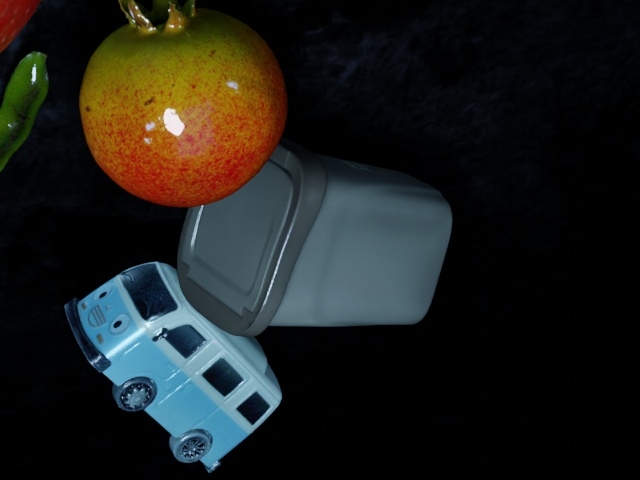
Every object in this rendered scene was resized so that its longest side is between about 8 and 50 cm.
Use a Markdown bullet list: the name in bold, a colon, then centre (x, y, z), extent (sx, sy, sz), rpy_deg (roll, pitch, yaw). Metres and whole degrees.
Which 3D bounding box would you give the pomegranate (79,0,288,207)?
- **pomegranate**: centre (-0.153, -0.159, 1.649), extent (0.220, 0.221, 0.257), rpy_deg (-17, 113, -8)

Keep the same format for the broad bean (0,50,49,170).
- **broad bean**: centre (-0.359, -0.117, 1.712), extent (0.069, 0.039, 0.227), rpy_deg (31, 113, -35)

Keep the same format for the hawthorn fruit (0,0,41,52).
- **hawthorn fruit**: centre (-0.355, -0.289, 1.438), extent (0.369, 0.285, 0.285), rpy_deg (-30, 131, -15)

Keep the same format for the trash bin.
- **trash bin**: centre (0.000, 0.000, 1.819), extent (0.250, 0.220, 0.219), rpy_deg (7, 106, -34)

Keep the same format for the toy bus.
- **toy bus**: centre (-0.174, 0.144, 1.919), extent (0.164, 0.133, 0.271), rpy_deg (-38, 132, 3)
